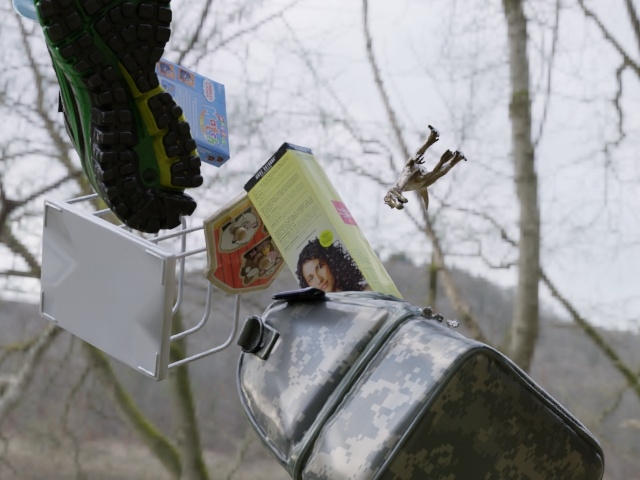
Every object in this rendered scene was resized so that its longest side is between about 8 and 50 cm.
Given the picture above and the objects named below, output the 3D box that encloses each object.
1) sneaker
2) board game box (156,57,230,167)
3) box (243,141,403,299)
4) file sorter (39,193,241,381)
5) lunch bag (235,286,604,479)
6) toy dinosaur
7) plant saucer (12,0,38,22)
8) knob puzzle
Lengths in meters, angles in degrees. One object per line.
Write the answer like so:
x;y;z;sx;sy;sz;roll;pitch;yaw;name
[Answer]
-0.225;-0.178;1.218;0.134;0.344;0.146;-16;17;-27;sneaker
-0.245;-0.221;1.964;0.211;0.160;0.039;20;-42;-34;board game box
0.000;0.000;1.411;0.087;0.232;0.058;-46;-31;26;box
-0.267;0.052;1.826;0.277;0.193;0.173;23;26;37;file sorter
0.082;0.184;1.163;0.305;0.213;0.256;39;-10;-39;lunch bag
0.102;-0.070;1.267;0.092;0.053;0.183;-46;-8;14;toy dinosaur
-0.330;-0.347;1.692;0.194;0.195;0.037;0;-44;15;plant saucer
-0.072;0.001;1.594;0.030;0.213;0.213;35;0;30;knob puzzle
